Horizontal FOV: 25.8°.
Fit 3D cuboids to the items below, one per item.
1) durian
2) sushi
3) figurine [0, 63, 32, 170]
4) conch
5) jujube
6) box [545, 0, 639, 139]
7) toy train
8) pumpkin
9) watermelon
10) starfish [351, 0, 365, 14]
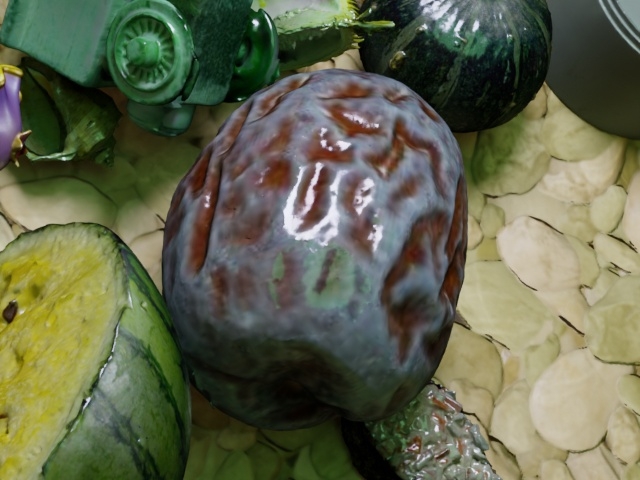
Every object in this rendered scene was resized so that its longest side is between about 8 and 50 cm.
[{"bbox_3d":[-0.027,-0.179,1.213,0.086,0.215,0.100,65,28,-24],"label":"durian"},{"bbox_3d":[0.083,0.176,1.161,0.090,0.078,0.150,-32,83,-24],"label":"sushi"},{"bbox_3d":[-0.352,-0.121,1.093,0.263,0.142,0.189,34,89,0],"label":"figurine"},{"bbox_3d":[-0.218,-0.101,1.165,0.121,0.074,0.089,46,55,-2],"label":"conch"},{"bbox_3d":[0.008,-0.001,1.098,0.246,0.215,0.308,39,44,-32],"label":"jujube"},{"bbox_3d":[0.330,-0.226,1.334,0.226,0.149,0.226,6,70,-16],"label":"box"},{"bbox_3d":[-0.122,-0.223,1.113,0.202,0.266,0.145,31,21,24],"label":"toy train"},{"bbox_3d":[0.122,-0.185,1.258,0.190,0.146,0.190,5,69,-13],"label":"pumpkin"},{"bbox_3d":[-0.207,0.160,0.985,0.189,0.331,0.330,51,61,-32],"label":"watermelon"},{"bbox_3d":[-0.032,-0.277,1.288,0.190,0.074,0.146,48,60,1],"label":"starfish"}]
